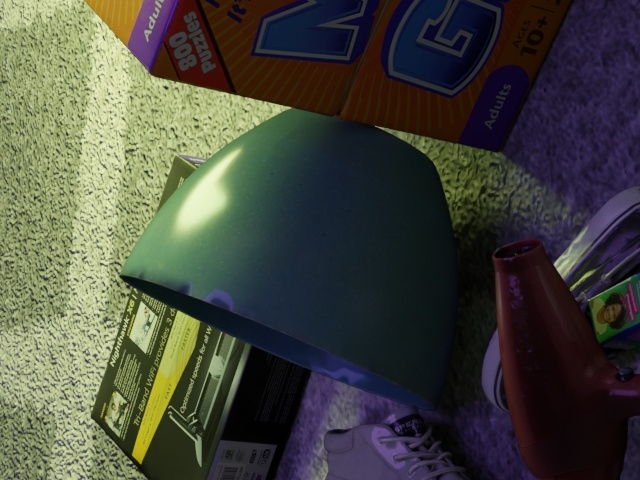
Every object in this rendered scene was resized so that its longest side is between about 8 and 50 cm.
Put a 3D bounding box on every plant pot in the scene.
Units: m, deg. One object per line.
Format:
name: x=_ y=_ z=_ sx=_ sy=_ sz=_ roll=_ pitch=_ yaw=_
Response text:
plant pot: x=0.000 y=0.000 z=1.514 sx=0.290 sy=0.290 sz=0.195 roll=13 pitch=78 yaw=55

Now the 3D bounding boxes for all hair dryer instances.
hair dryer: x=0.232 y=0.105 z=1.237 sx=0.293 sy=0.080 sz=0.223 roll=38 pitch=120 yaw=7

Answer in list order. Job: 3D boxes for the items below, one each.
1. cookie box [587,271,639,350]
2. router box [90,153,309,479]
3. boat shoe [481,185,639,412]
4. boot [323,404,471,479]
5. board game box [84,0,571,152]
cookie box: x=0.262 y=0.043 z=1.275 sx=0.107 sy=0.092 sz=0.040 roll=-36 pitch=57 yaw=45
router box: x=-0.107 y=0.098 z=1.786 sx=0.243 sy=0.081 sz=0.308 roll=37 pitch=112 yaw=51
boat shoe: x=0.202 y=0.061 z=1.367 sx=0.219 sy=0.078 sz=0.070 roll=-58 pitch=40 yaw=26
boot: x=0.079 y=0.199 z=1.482 sx=0.258 sy=0.095 sz=0.123 roll=-15 pitch=80 yaw=53
board game box: x=0.002 y=-0.334 z=1.502 sx=0.356 sy=0.356 sz=0.356 roll=47 pitch=120 yaw=48
